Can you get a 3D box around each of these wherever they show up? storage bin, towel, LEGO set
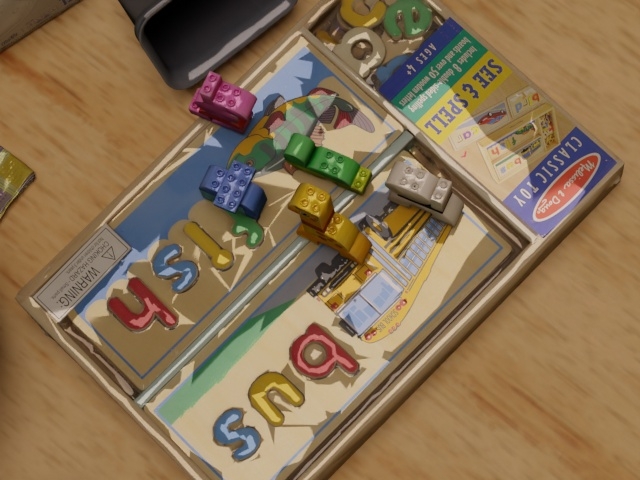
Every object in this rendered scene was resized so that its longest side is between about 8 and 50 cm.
[{"bbox_3d":[-0.097,-0.199,1.508,0.135,0.098,0.091,-38,47,-5],"label":"storage bin"},{"bbox_3d":[-0.277,-0.054,1.519,0.083,0.009,0.060,38,82,13],"label":"towel"},{"bbox_3d":[-0.013,-0.047,1.395,0.227,0.093,0.087,23,78,11],"label":"LEGO set"}]

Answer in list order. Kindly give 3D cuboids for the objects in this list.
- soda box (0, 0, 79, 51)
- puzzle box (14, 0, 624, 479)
[{"bbox_3d":[-0.335,-0.174,1.515,0.286,0.091,0.098,-33,75,-4],"label":"soda box"},{"bbox_3d":[0.000,0.000,1.458,0.272,0.052,0.409,43,82,14],"label":"puzzle box"}]
